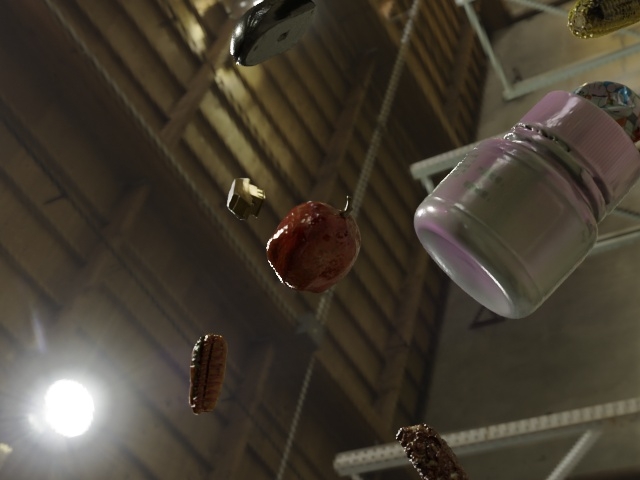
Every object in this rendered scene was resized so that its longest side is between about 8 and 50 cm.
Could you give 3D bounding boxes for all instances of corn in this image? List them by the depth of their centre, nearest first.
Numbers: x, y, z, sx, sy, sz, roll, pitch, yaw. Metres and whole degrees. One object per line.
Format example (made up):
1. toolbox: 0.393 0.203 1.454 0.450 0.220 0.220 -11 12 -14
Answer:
1. corn: 0.408 -0.319 1.330 0.203 0.072 0.072 -27 -80 -25

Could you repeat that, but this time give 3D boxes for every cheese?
1. cheese: 0.631 -0.246 2.084 0.217 0.329 0.129 -56 -32 -39

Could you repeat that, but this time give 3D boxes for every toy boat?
1. toy boat: -0.157 -0.088 2.175 0.077 0.057 0.200 22 -166 -9

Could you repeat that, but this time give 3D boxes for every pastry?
1. pastry: 0.263 0.508 2.341 0.208 0.097 0.115 54 176 37

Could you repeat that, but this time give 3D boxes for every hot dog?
1. hot dog: -0.198 0.232 1.757 0.038 0.062 0.144 83 -165 -72

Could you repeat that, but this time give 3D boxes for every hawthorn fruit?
1. hawthorn fruit: 0.000 0.000 2.325 0.205 0.253 0.205 34 -154 -19

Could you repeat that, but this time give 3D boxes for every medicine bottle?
1. medicine bottle: 0.341 -0.062 1.653 0.325 0.256 0.256 -45 -56 -10

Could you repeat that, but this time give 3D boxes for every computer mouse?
1. computer mouse: -0.115 -0.455 2.157 0.086 0.138 0.269 43 -142 8
